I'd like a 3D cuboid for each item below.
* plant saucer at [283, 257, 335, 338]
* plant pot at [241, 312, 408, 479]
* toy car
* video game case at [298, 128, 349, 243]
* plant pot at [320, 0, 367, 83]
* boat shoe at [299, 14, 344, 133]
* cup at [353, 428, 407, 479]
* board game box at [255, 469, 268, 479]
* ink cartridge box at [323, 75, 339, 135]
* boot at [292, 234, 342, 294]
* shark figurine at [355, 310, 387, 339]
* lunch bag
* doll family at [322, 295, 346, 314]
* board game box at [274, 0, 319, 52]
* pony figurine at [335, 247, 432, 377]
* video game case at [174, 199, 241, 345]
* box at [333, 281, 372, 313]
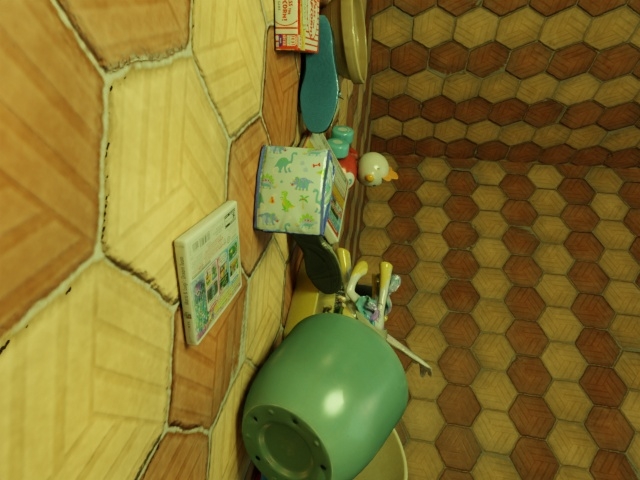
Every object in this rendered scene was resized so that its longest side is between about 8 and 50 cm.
[{"bbox_3d":[-0.027,0.216,1.155,0.333,0.080,0.333,83,16,-52],"label":"plant saucer"},{"bbox_3d":[-0.008,0.321,0.777,0.235,0.292,0.293,-29,126,-57],"label":"plant pot"},{"bbox_3d":[0.133,-0.222,1.309,0.210,0.237,0.219,-71,170,-53],"label":"toy car"},{"bbox_3d":[0.005,-0.152,1.003,0.204,0.025,0.285,57,26,-28],"label":"video game case"},{"bbox_3d":[0.055,-0.532,1.075,0.237,0.109,0.238,-3,90,-75],"label":"plant pot"},{"bbox_3d":[0.009,-0.381,0.958,0.089,0.108,0.259,-47,144,-80],"label":"boat shoe"},{"bbox_3d":[0.017,0.553,1.036,0.237,0.331,0.331,-49,-176,21],"label":"cup"},{"bbox_3d":[-0.129,0.558,0.900,0.133,0.033,0.169,59,31,-68],"label":"board game box"},{"bbox_3d":[0.019,-0.361,1.182,0.171,0.056,0.235,-72,162,-54],"label":"ink cartridge box"},{"bbox_3d":[0.001,-0.001,1.030,0.179,0.085,0.237,-70,137,-65],"label":"boot"},{"bbox_3d":[0.068,0.318,0.941,0.166,0.116,0.278,-72,177,-62],"label":"shark figurine"},{"bbox_3d":[-0.046,-0.083,0.731,0.096,0.128,0.151,63,33,-72],"label":"lunch bag"},{"bbox_3d":[0.015,0.225,0.959,0.111,0.075,0.193,-77,171,-60],"label":"doll family"},{"bbox_3d":[-0.042,-0.447,0.792,0.193,0.045,0.147,-64,158,-64],"label":"board game box"},{"bbox_3d":[0.139,0.245,1.200,0.351,0.302,0.364,35,57,-36],"label":"pony figurine"},{"bbox_3d":[-0.144,0.036,0.550,0.157,0.019,0.143,-65,159,-65],"label":"video game case"},{"bbox_3d":[0.099,0.351,1.554,0.343,0.178,0.313,92,5,-71],"label":"box"}]
